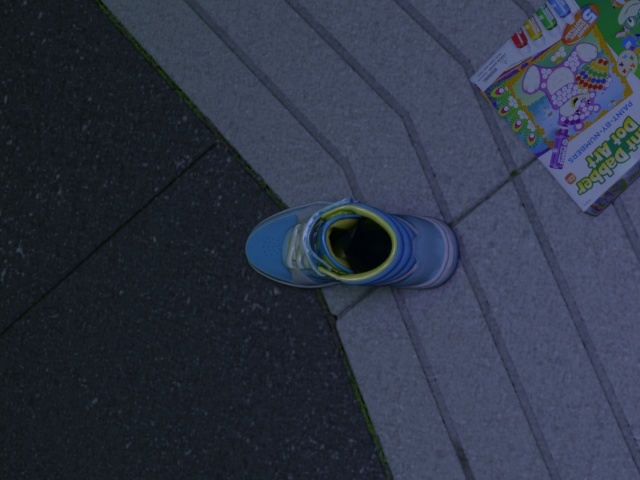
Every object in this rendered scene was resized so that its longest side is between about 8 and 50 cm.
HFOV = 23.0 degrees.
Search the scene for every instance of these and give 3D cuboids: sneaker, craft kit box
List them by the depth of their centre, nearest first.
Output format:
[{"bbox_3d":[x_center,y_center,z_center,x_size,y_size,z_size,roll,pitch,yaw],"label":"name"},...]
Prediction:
[{"bbox_3d":[0.354,-0.203,1.992,0.250,0.061,0.246,-46,67,17],"label":"craft kit box"},{"bbox_3d":[0.000,0.000,2.080,0.319,0.208,0.127,-2,84,30],"label":"sneaker"}]
